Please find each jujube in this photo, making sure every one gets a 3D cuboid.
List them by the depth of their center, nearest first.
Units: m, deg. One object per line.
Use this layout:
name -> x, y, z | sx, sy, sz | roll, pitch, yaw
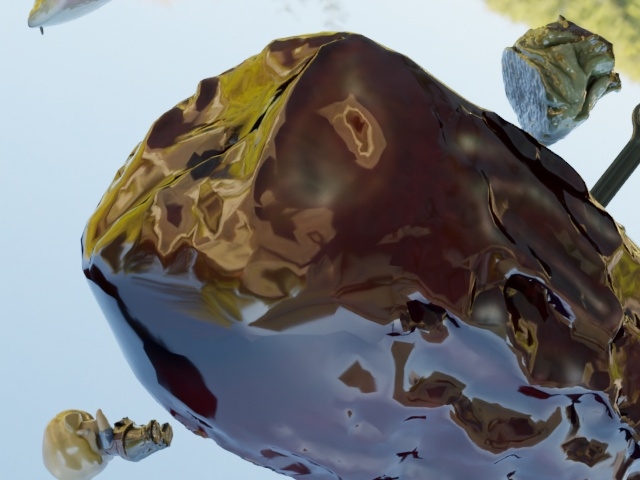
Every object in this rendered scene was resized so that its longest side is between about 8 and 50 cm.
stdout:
jujube -> 0.049, 0.034, 0.734 | 0.376, 0.258, 0.258 | 24, -160, -33

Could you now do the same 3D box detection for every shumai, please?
shumai -> 0.343, -0.222, 1.768 | 0.141, 0.184, 0.184 | -16, -148, -7

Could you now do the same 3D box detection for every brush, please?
brush -> 0.316, -0.062, 1.371 | 0.062, 0.266, 0.027 | 39, 157, 5

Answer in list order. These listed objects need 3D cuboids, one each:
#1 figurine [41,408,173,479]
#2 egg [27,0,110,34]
figurine -> -0.314, 0.287, 1.820 | 0.114, 0.196, 0.108 | 18, -122, -63
egg -> -0.242, -0.361, 1.284 | 0.161, 0.271, 0.206 | -12, -172, 11
